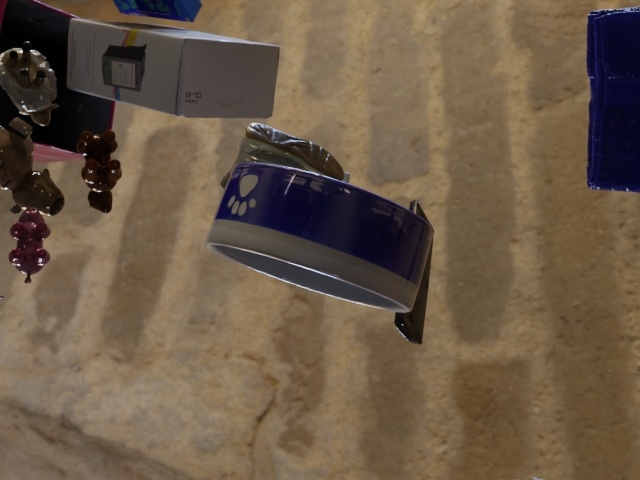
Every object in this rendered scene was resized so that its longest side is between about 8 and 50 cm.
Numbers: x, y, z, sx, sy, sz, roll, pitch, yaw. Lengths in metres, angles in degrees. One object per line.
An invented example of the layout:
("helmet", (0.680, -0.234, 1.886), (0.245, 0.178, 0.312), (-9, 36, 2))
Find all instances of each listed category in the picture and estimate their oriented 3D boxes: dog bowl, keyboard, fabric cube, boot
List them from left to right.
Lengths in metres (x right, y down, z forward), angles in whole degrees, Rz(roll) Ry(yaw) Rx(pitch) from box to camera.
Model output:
("fabric cube", (-0.568, -0.295, 1.603), (0.258, 0.259, 0.254), (4, -95, 39))
("boot", (-0.077, -0.125, 1.671), (0.165, 0.213, 0.077), (-57, -162, 37))
("dog bowl", (0.000, 0.000, 1.034), (0.265, 0.265, 0.104), (-4, -113, 70))
("keyboard", (0.186, 0.049, 1.789), (0.033, 0.201, 0.317), (-9, -130, 25))

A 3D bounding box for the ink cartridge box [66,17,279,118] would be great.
("ink cartridge box", (-0.254, -0.296, 1.444), (0.306, 0.226, 0.131), (18, -72, 37))

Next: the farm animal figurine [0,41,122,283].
("farm animal figurine", (-0.473, -0.086, 1.245), (0.327, 0.330, 0.172), (52, -24, 3))

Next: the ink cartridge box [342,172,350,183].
("ink cartridge box", (0.027, -0.087, 1.893), (0.099, 0.056, 0.135), (17, 85, -88))

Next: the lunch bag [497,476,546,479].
("lunch bag", (0.337, 0.503, 1.315), (0.305, 0.256, 0.212), (-168, -117, -74))

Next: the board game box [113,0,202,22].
("board game box", (-0.315, -0.470, 1.450), (0.210, 0.160, 0.047), (63, 43, -58))

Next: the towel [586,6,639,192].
("towel", (0.538, -0.221, 1.361), (0.228, 0.076, 0.308), (7, -69, 35))

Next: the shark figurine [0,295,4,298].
("shark figurine", (-0.434, -0.052, 0.920), (0.166, 0.116, 0.278), (-42, 128, -71))
